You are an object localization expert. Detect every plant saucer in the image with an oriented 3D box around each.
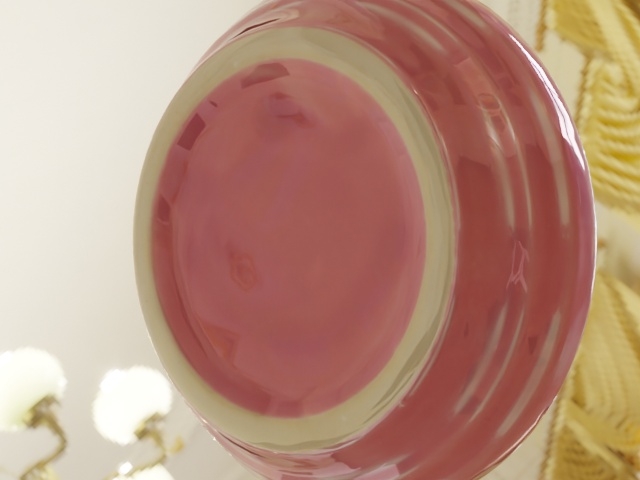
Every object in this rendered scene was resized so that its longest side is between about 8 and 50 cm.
[{"bbox_3d":[0.000,0.000,0.812,0.084,0.332,0.332,0,-53,-50],"label":"plant saucer"}]
